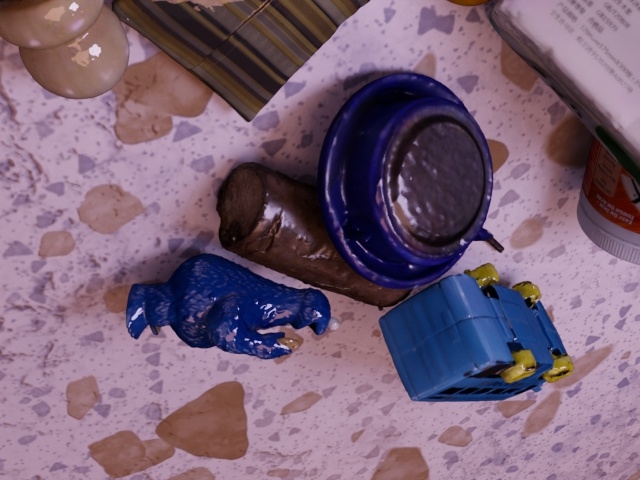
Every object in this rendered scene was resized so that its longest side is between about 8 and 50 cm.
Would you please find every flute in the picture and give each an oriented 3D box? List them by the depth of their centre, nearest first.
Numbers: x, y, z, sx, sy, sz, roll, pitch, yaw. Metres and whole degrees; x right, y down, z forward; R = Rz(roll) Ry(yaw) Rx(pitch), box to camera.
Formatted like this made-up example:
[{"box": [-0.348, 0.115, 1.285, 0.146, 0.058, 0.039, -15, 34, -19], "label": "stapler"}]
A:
[{"box": [0.197, -0.044, 1.218, 0.014, 0.014, 0.269, -42, 132, 14], "label": "flute"}]

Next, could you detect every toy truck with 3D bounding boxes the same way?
[{"box": [0.244, 0.147, 1.244, 0.162, 0.161, 0.385, -32, 157, 24], "label": "toy truck"}]

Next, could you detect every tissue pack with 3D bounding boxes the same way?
[{"box": [0.399, -0.214, 0.935, 0.266, 0.194, 0.356, -43, 92, 14], "label": "tissue pack"}]

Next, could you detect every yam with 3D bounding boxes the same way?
[{"box": [0.001, 0.001, 1.095, 0.280, 0.131, 0.131, 21, 117, -36], "label": "yam"}]

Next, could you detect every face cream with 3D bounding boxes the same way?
[{"box": [0.470, -0.094, 1.170, 0.201, 0.201, 0.187, -13, 133, -14], "label": "face cream"}]

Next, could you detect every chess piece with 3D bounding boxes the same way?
[{"box": [-0.263, -0.240, 0.772, 0.143, 0.142, 0.261, -26, 142, -2], "label": "chess piece"}]

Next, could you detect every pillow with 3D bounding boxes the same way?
[{"box": [-0.073, -0.251, 0.888, 0.212, 0.052, 0.208, -43, 129, 13], "label": "pillow"}]

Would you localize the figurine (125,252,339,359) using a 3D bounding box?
[{"box": [-0.109, 0.078, 1.075, 0.262, 0.164, 0.120, 1, 101, -8], "label": "figurine"}]

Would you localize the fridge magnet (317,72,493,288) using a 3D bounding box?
[{"box": [0.112, -0.071, 1.036, 0.266, 0.113, 0.265, -3, 95, -37], "label": "fridge magnet"}]

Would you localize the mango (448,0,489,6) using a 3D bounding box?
[{"box": [0.158, -0.331, 0.902, 0.111, 0.089, 0.163, -11, 124, -15], "label": "mango"}]
